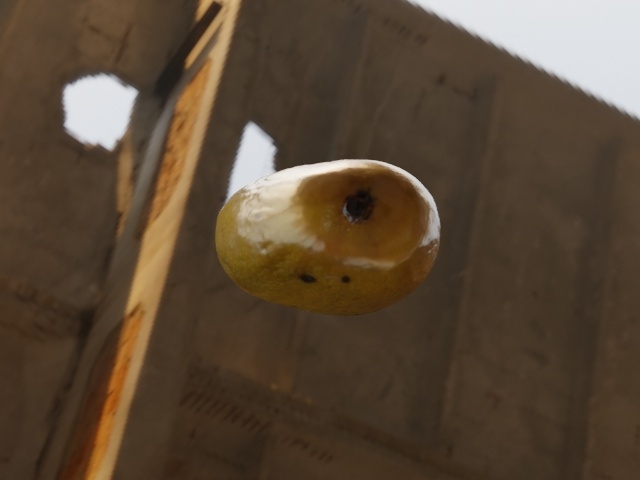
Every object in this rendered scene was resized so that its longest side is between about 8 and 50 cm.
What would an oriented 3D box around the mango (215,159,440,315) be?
[{"bbox_3d":[0.000,0.005,1.101,0.157,0.262,0.109,4,-101,-15],"label":"mango"}]
